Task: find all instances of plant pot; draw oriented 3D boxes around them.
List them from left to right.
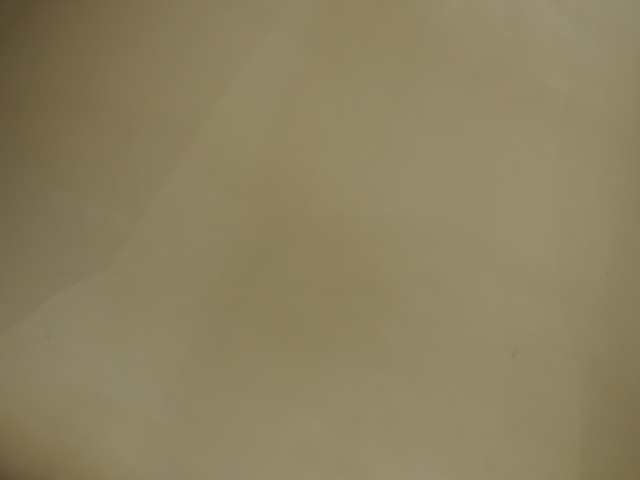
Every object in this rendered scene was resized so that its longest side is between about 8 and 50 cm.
[{"bbox_3d":[0.000,0.000,0.587,0.323,0.323,0.280,19,93,-9],"label":"plant pot"}]
